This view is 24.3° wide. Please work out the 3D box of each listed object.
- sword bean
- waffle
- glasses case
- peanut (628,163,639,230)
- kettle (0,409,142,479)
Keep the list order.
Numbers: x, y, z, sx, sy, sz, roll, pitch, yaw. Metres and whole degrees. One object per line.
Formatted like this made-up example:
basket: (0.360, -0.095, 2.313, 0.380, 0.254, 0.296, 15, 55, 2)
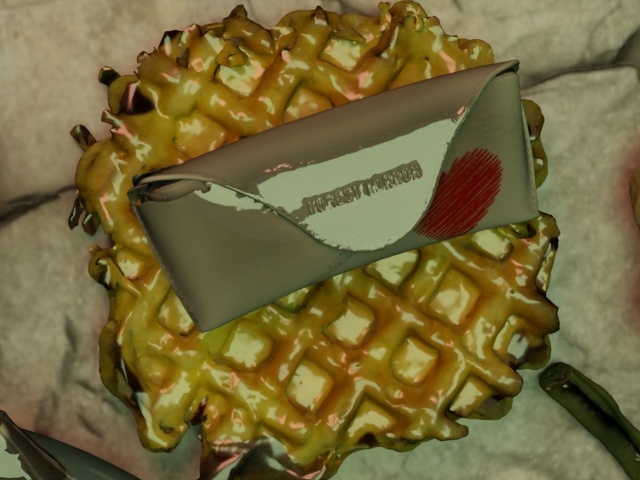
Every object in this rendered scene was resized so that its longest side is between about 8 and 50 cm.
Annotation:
sword bean: (0.286, 0.203, 1.293, 0.043, 0.038, 0.269, -45, 107, -10)
waffle: (0.000, 0.000, 1.167, 0.382, 0.095, 0.380, -10, 99, -10)
glasses case: (0.022, -0.034, 1.083, 0.308, 0.083, 0.128, -19, 97, -6)
peanut: (0.356, 0.007, 1.246, 0.196, 0.110, 0.233, -8, 100, -18)
kettle: (-0.231, 0.288, 1.092, 0.342, 0.247, 0.319, 38, 113, -8)
